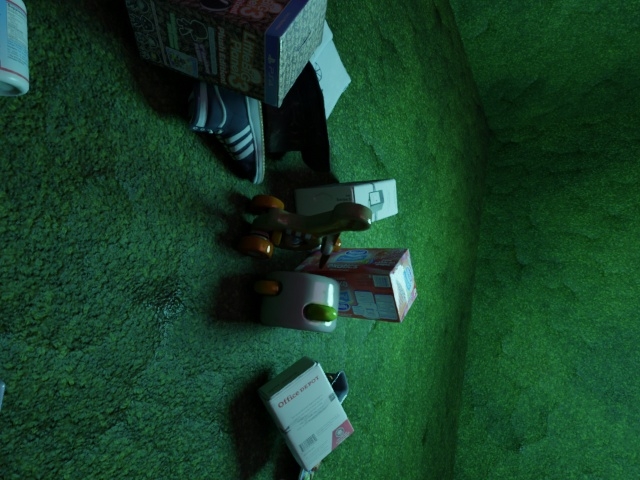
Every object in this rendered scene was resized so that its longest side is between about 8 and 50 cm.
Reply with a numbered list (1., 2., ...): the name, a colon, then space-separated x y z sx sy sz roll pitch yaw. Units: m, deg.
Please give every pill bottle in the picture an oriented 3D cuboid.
1. pill bottle: -0.445 -0.285 0.560 0.087 0.087 0.160 -3 92 -56

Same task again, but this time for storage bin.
1. storage bin: 0.005 0.436 1.211 0.135 0.091 0.098 -41 122 -50

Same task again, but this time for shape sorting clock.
1. shape sorting clock: -0.006 0.599 1.191 0.206 0.040 0.206 -54 158 -33

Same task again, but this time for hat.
1. hat: -0.089 -0.293 1.005 0.133 0.331 0.331 -25 115 -14

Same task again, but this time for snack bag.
1. snack bag: -0.023 -0.528 1.236 0.343 0.037 0.323 57 45 -39

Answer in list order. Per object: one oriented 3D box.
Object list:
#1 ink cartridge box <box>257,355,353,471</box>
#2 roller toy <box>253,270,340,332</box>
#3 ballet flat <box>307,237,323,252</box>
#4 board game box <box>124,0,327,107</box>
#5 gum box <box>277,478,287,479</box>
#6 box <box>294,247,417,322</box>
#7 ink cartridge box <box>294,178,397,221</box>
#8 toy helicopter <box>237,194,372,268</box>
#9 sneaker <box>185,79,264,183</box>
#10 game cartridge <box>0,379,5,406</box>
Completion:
1. ink cartridge box: -0.038 0.431 1.059 0.158 0.092 0.218 -30 103 -24
2. roller toy: -0.051 0.147 1.047 0.191 0.209 0.146 54 42 -75
3. ballet flat: 0.000 0.000 1.252 0.041 0.041 0.114 58 44 -38
4. board game box: -0.162 -0.417 0.781 0.141 0.290 0.232 102 10 -58
5. gum box: -0.130 0.673 1.031 0.188 0.062 0.107 20 73 -54
6. box: 0.098 0.117 1.168 0.142 0.299 0.154 -41 122 -48
7. ink cartridge box: 0.081 -0.113 1.238 0.272 0.198 0.115 -19 106 -54
8. toy helicopter: -0.011 -0.019 0.961 0.235 0.355 0.140 27 66 -34
9. sneaker: -0.203 -0.232 0.916 0.282 0.153 0.099 96 -16 -53
10. game cartridge: -0.522 0.348 0.464 0.230 0.068 0.355 19 73 -59
